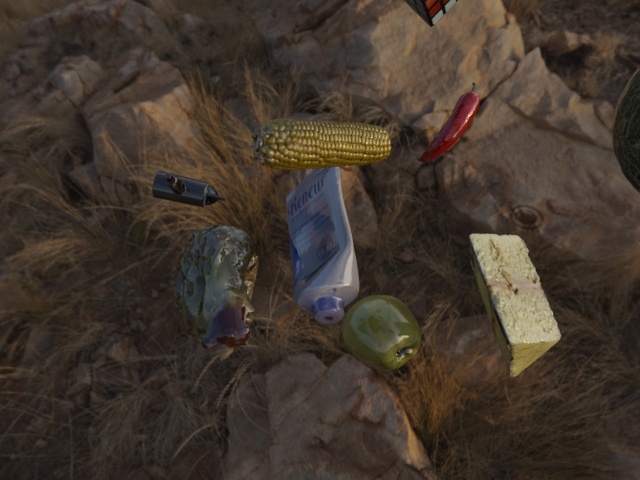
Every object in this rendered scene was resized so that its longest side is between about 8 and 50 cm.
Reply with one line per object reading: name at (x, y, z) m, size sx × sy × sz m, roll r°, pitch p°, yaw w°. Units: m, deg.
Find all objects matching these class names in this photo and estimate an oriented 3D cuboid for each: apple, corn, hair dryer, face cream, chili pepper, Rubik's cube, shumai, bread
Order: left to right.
hair dryer at (-0.362, -0.142, 1.238) m, size 0.195 × 0.248 × 0.078 m, roll 12°, pitch 88°, yaw -7°
shumai at (-0.275, 0.150, 1.164) m, size 0.217 × 0.346 × 0.283 m, roll 19°, pitch 21°, yaw -11°
face cream at (0.000, 0.000, 1.139) m, size 0.137 × 0.235 × 0.420 m, roll 16°, pitch 51°, yaw -34°
corn at (0.007, -0.204, 0.976) m, size 0.305 × 0.106 × 0.106 m, roll -6°, pitch 48°, yaw -22°
apple at (0.207, 0.313, 1.575) m, size 0.262 × 0.262 × 0.262 m, roll -3°, pitch 51°, yaw 4°
Rubik's cube at (0.328, -0.776, 1.371) m, size 0.163 × 0.160 × 0.162 m, roll -44°, pitch 73°, yaw 15°
chili pepper at (0.513, -0.457, 1.804) m, size 0.368 × 0.092 × 0.137 m, roll -53°, pitch 30°, yaw 11°
bread at (0.526, 0.222, 1.415) m, size 0.242 × 0.405 × 0.346 m, roll -6°, pitch 59°, yaw -19°

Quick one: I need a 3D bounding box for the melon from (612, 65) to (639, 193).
melon at (0.521, -0.147, 0.556) m, size 0.329 × 0.248 × 0.248 m, roll -13°, pitch 50°, yaw -18°
